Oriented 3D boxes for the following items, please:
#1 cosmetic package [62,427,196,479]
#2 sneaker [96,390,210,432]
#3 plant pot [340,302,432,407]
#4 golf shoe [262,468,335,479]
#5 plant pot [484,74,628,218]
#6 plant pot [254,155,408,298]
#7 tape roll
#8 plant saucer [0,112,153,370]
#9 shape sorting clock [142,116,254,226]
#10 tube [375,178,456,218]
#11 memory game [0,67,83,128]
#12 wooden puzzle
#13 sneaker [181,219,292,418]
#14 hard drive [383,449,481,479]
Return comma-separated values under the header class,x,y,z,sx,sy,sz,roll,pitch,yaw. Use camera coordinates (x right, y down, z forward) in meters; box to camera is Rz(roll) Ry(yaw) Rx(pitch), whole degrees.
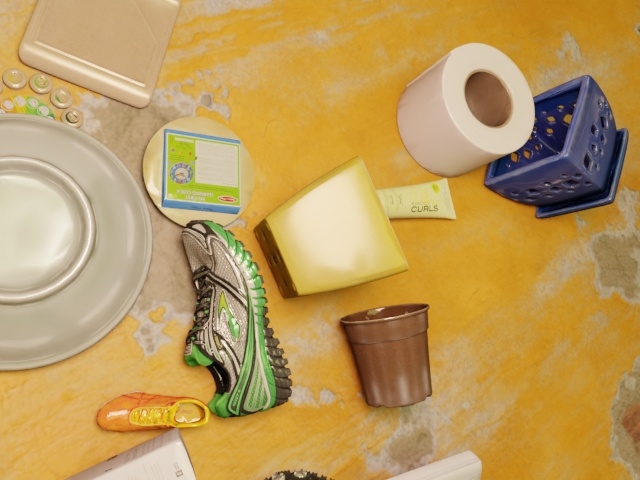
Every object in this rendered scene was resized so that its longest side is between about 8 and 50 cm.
class,x,y,z,sx,sy,sz,roll,pitch,yaw
cosmetic package,-0.298,0.361,0.901,0.231,0.117,0.085,-21,88,-16
sneaker,-0.261,0.270,0.996,0.175,0.067,0.064,1,81,-25
plant pot,0.133,0.212,1.165,0.167,0.167,0.165,-11,91,-28
golf shoe,-0.078,0.460,1.043,0.273,0.105,0.120,0,100,-27
plant pot,0.548,-0.190,1.425,0.212,0.236,0.236,34,64,-22
plant pot,0.000,0.000,1.126,0.187,0.212,0.212,-23,89,-16
tape roll,0.310,-0.275,1.355,0.246,0.169,0.246,6,75,-25
plant saucer,-0.448,-0.010,0.930,0.400,0.100,0.400,4,79,-21
shape sorting clock,-0.215,-0.120,1.126,0.206,0.040,0.206,7,75,-29
tube,0.187,-0.083,1.314,0.240,0.062,0.070,-5,121,-33
memory game,-0.482,-0.194,1.024,0.186,0.012,0.186,6,76,-26
wooden puzzle,-0.380,-0.375,1.106,0.221,0.044,0.238,19,75,-22
sneaker,-0.163,0.129,1.041,0.146,0.134,0.343,-17,87,-28
hard drive,0.121,0.517,1.089,0.353,0.047,0.233,-8,111,-29
